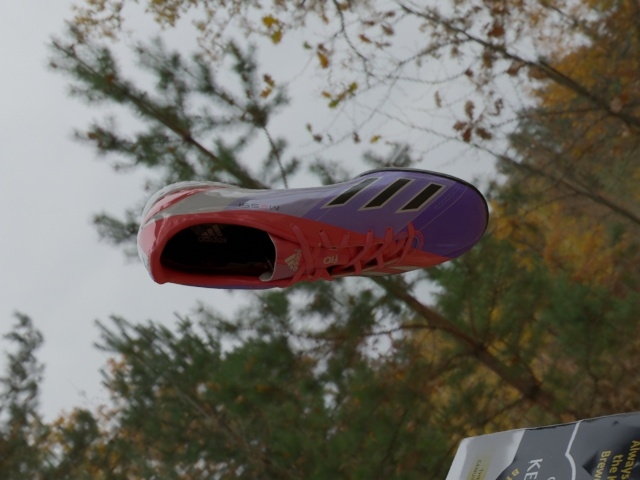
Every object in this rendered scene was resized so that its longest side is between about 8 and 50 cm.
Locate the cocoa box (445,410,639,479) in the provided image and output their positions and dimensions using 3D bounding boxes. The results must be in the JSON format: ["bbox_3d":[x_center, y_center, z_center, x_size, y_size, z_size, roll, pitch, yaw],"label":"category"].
[{"bbox_3d":[0.155,0.277,0.358,0.228,0.231,0.347,-28,23,48],"label":"cocoa box"}]

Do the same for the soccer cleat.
[{"bbox_3d":[0.000,0.000,0.723,0.116,0.318,0.108,-105,15,-67],"label":"soccer cleat"}]
